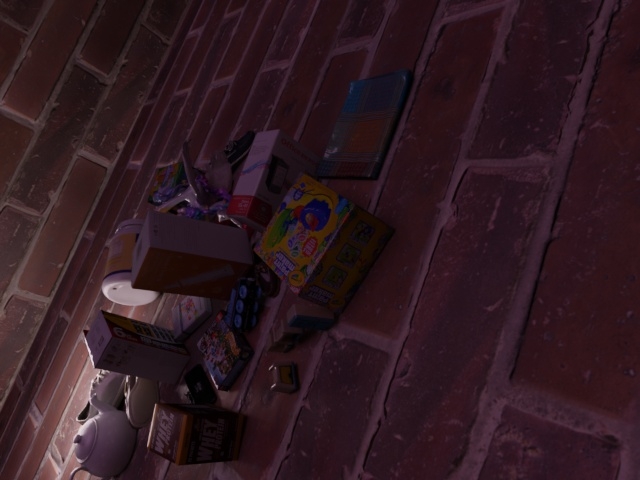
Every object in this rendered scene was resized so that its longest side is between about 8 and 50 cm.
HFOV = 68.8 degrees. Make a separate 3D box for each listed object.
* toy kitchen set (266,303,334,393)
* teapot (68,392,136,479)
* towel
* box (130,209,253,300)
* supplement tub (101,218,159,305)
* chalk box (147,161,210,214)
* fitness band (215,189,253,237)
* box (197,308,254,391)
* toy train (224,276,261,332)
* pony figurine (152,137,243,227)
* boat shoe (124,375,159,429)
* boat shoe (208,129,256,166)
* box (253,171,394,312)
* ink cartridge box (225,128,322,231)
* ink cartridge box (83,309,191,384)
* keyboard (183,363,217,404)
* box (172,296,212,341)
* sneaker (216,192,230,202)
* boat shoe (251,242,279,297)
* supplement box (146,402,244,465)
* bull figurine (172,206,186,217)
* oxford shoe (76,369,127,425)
[{"bbox_3d":[-0.052,0.303,1.285,0.207,0.122,0.166,-53,36,41],"label":"toy kitchen set"},{"bbox_3d":[-0.831,0.761,1.755,0.253,0.187,0.256,-57,41,5],"label":"teapot"},{"bbox_3d":[0.135,-0.369,1.504,0.271,0.040,0.371,10,76,49],"label":"towel"},{"bbox_3d":[-0.436,0.059,1.585,0.215,0.345,0.168,-54,38,35],"label":"box"},{"bbox_3d":[-0.824,0.095,2.086,0.241,0.241,0.332,-31,49,31],"label":"supplement tub"},{"bbox_3d":[-0.607,-0.230,2.094,0.288,0.180,0.179,-3,67,44],"label":"chalk box"},{"bbox_3d":[-0.319,-0.079,1.807,0.209,0.054,0.291,20,84,47],"label":"fitness band"},{"bbox_3d":[-0.322,0.361,1.560,0.159,0.044,0.233,-56,40,7],"label":"box"},{"bbox_3d":[-0.254,0.204,1.528,0.105,0.080,0.184,20,102,49],"label":"toy train"},{"bbox_3d":[-0.463,-0.171,1.778,0.363,0.302,0.351,-19,86,23],"label":"pony figurine"},{"bbox_3d":[-0.684,0.571,1.770,0.097,0.116,0.325,-46,38,24],"label":"boat shoe"},{"bbox_3d":[-0.381,-0.383,2.006,0.254,0.079,0.095,-43,35,8],"label":"boat shoe"},{"bbox_3d":[0.000,0.000,1.330,0.279,0.177,0.290,-59,40,5],"label":"box"},{"bbox_3d":[-0.146,-0.177,1.543,0.131,0.226,0.307,9,76,48],"label":"ink cartridge box"},{"bbox_3d":[-0.678,0.376,1.718,0.271,0.309,0.130,31,91,50],"label":"ink cartridge box"},{"bbox_3d":[-0.413,0.512,1.590,0.100,0.038,0.192,-38,39,-9],"label":"keyboard"},{"bbox_3d":[-0.493,0.274,1.789,0.186,0.038,0.145,-41,43,18],"label":"box"},{"bbox_3d":[-0.422,-0.210,1.989,0.089,0.051,0.170,-12,55,42],"label":"sneaker"},{"bbox_3d":[-0.191,0.096,1.555,0.073,0.073,0.207,-39,46,21],"label":"boat shoe"},{"bbox_3d":[-0.364,0.558,1.365,0.191,0.194,0.129,-6,72,45],"label":"supplement box"},{"bbox_3d":[-0.607,0.004,1.986,0.188,0.101,0.311,-51,37,40],"label":"bull figurine"},{"bbox_3d":[-0.865,0.575,1.931,0.169,0.130,0.450,9,73,63],"label":"oxford shoe"}]
